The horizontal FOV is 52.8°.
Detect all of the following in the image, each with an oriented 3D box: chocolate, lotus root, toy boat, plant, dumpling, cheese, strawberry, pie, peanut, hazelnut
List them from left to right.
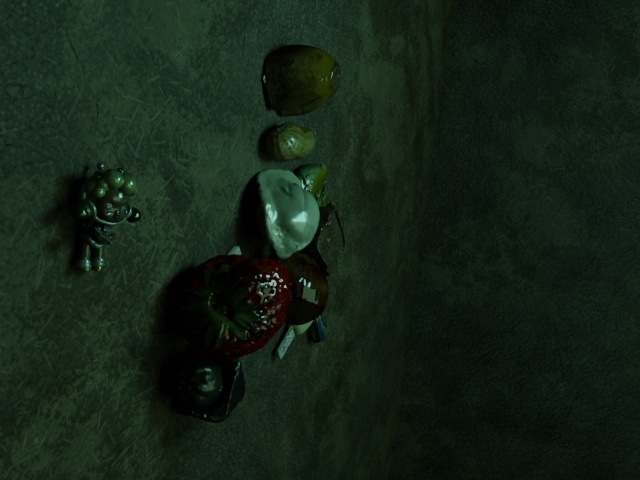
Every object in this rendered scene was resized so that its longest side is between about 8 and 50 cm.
[{"bbox_3d":[-0.262,0.344,1.540,0.256,0.141,0.165,41,62,-69],"label":"plant"},{"bbox_3d":[-0.192,0.151,1.514,0.288,0.250,0.239,22,77,-85],"label":"strawberry"},{"bbox_3d":[-0.111,-0.091,1.767,0.175,0.243,0.227,-41,122,3],"label":"dumpling"},{"bbox_3d":[-0.079,-0.277,1.802,0.226,0.095,0.108,-20,121,-66],"label":"peanut"},{"bbox_3d":[-0.071,0.131,1.820,0.234,0.217,0.218,54,49,-62],"label":"hazelnut"},{"bbox_3d":[-0.080,0.273,2.070,0.255,0.050,0.127,-59,150,-43],"label":"cheese"},{"bbox_3d":[-0.035,-0.427,1.751,0.188,0.179,0.199,-60,150,-49],"label":"lotus root"},{"bbox_3d":[-0.024,-0.068,2.043,0.297,0.078,0.371,-66,153,-27],"label":"pie"},{"bbox_3d":[-0.008,0.303,2.245,0.061,0.060,0.137,-34,129,-33],"label":"toy boat"},{"bbox_3d":[0.000,0.000,1.915,0.214,0.093,0.148,69,38,-52],"label":"chocolate"}]

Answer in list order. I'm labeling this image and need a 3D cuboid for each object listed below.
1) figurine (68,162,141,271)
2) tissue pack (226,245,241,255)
[{"bbox_3d":[-0.386,-0.039,1.150,0.147,0.093,0.197,0,99,-57],"label":"figurine"},{"bbox_3d":[-0.235,0.067,1.648,0.108,0.023,0.056,-57,148,-47],"label":"tissue pack"}]
